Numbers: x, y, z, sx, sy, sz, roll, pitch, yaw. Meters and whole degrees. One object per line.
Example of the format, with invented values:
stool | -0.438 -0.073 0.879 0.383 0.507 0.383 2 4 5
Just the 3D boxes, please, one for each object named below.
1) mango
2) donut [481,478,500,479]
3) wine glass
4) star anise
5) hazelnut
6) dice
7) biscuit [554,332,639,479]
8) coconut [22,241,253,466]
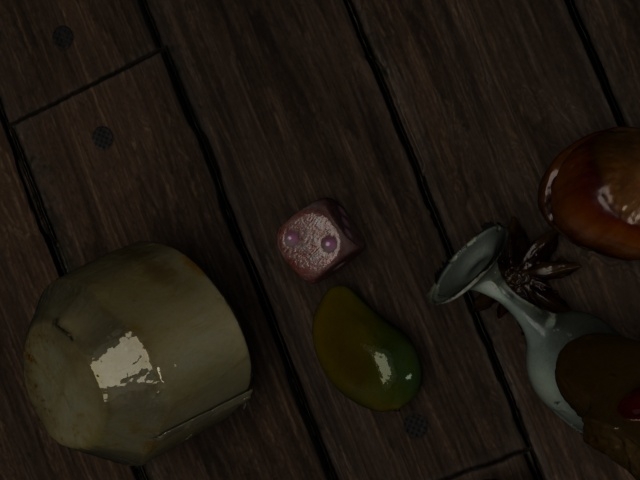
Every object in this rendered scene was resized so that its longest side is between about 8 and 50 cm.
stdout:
mango | 0.060 0.158 1.938 0.191 0.085 0.122 43 115 22
donut | 0.221 0.410 1.868 0.085 0.141 0.217 29 101 25
wine glass | 0.292 0.125 1.785 0.321 0.143 0.143 40 105 -12
star anise | 0.271 0.049 1.871 0.168 0.057 0.167 2 96 18
hazelnut | 0.375 -0.063 1.783 0.182 0.182 0.182 1 93 18
dice | 0.000 0.000 1.941 0.094 0.093 0.091 -39 81 15
biscuit | 0.500 0.158 1.603 0.368 0.394 0.076 42 151 48
coconut | -0.248 0.158 1.941 0.323 0.323 0.322 1 93 18
